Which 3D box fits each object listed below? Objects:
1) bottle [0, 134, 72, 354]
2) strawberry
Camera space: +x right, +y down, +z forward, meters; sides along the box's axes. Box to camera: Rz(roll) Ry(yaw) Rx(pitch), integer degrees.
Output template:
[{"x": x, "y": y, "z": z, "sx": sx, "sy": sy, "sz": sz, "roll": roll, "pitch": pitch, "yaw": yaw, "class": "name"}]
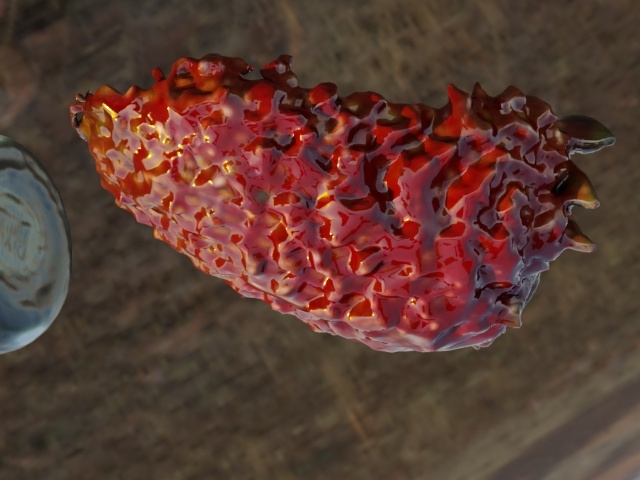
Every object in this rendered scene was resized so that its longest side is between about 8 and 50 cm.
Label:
[{"x": -0.206, "y": 0.019, "z": 0.614, "sx": 0.253, "sy": 0.079, "sz": 0.096, "roll": -13, "pitch": -173, "yaw": 26, "class": "bottle"}, {"x": 0.000, "y": 0.000, "z": 0.972, "sx": 0.306, "sy": 0.138, "sz": 0.233, "roll": 3, "pitch": 157, "yaw": -16, "class": "strawberry"}]
